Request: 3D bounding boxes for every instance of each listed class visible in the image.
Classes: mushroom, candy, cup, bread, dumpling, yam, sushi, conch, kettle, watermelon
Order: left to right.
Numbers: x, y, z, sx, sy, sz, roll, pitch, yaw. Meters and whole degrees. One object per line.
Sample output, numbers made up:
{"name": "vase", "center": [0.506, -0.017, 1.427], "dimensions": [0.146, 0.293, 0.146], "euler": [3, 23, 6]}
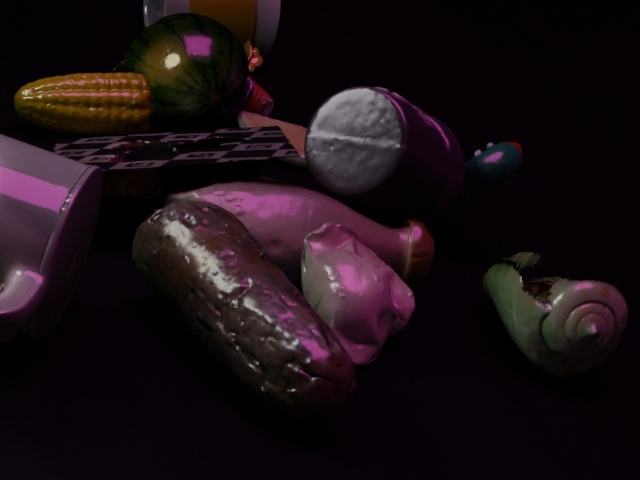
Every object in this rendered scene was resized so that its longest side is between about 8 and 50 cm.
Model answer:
{"name": "kettle", "center": [-0.407, -0.032, 1.464], "dimensions": [0.318, 0.205, 0.265], "euler": [19, -2, 0]}
{"name": "candy", "center": [-0.343, -0.195, 2.055], "dimensions": [0.198, 0.094, 0.106], "euler": [-2, -6, -27]}
{"name": "sushi", "center": [-0.194, -0.091, 1.890], "dimensions": [0.320, 0.069, 0.339], "euler": [-5, 12, -7]}
{"name": "watermelon", "center": [-0.222, -0.287, 2.236], "dimensions": [0.204, 0.127, 0.232], "euler": [-21, 38, -7]}
{"name": "cup", "center": [-0.191, -0.406, 2.580], "dimensions": [0.226, 0.185, 0.241], "euler": [0, 58, -23]}
{"name": "yam", "center": [-0.076, 0.078, 1.551], "dimensions": [0.133, 0.133, 0.330], "euler": [-3, 31, -38]}
{"name": "bread", "center": [-0.036, -0.141, 2.216], "dimensions": [0.193, 0.036, 0.112], "euler": [13, 27, -16]}
{"name": "mushroom", "center": [-0.023, -0.004, 1.791], "dimensions": [0.350, 0.128, 0.128], "euler": [12, 23, -19]}
{"name": "dumpling", "center": [0.049, 0.069, 1.694], "dimensions": [0.134, 0.100, 0.169], "euler": [5, 36, -30]}
{"name": "conch", "center": [0.277, 0.072, 1.796], "dimensions": [0.143, 0.137, 0.250], "euler": [2, 27, -30]}

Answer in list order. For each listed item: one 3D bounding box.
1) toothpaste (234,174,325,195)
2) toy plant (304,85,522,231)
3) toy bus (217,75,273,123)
{"name": "toothpaste", "center": [-0.076, -0.066, 1.971], "dimensions": [0.248, 0.047, 0.078], "euler": [19, 21, 35]}
{"name": "toy plant", "center": [0.127, -0.093, 1.982], "dimensions": [0.185, 0.279, 0.400], "euler": [65, 15, 20]}
{"name": "toy bus", "center": [-0.137, -0.240, 2.316], "dimensions": [0.077, 0.079, 0.174], "euler": [30, 11, -37]}
